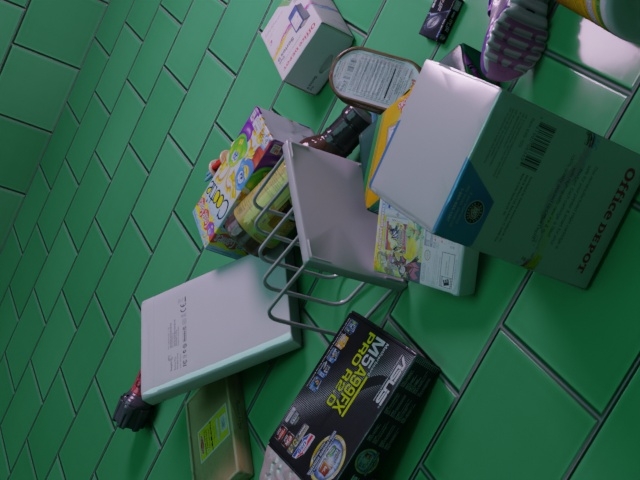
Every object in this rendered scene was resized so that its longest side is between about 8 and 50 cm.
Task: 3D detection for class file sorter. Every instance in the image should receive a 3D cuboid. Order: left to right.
[{"bbox_3d":[0.000,0.000,1.851,0.173,0.193,0.278,-50,37,37],"label":"file sorter"}]

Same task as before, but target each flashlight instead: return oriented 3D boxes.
[{"bbox_3d":[-0.380,0.284,2.387,0.103,0.103,0.304,37,104,55],"label":"flashlight"}]

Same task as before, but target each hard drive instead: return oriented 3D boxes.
[{"bbox_3d":[-0.202,0.162,2.089,0.353,0.047,0.233,-24,51,22],"label":"hard drive"}]

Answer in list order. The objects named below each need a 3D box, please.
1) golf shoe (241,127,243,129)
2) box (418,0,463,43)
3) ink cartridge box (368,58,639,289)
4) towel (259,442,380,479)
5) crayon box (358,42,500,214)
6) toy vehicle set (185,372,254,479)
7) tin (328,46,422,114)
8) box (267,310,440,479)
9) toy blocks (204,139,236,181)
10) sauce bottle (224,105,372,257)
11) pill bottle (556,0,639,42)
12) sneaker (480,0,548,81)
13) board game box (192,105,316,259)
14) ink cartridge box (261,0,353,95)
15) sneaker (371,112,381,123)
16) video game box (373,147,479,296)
[{"bbox_3d":[-0.111,-0.201,2.279,0.176,0.069,0.086,14,106,62],"label":"golf shoe"},{"bbox_3d":[0.215,-0.397,1.890,0.083,0.018,0.067,-65,32,11],"label":"box"},{"bbox_3d":[0.250,-0.088,1.418,0.198,0.270,0.197,-65,30,10],"label":"ink cartridge box"},{"bbox_3d":[-0.043,0.520,1.766,0.317,0.053,0.332,3,75,59],"label":"towel"},{"bbox_3d":[0.181,-0.173,1.758,0.278,0.081,0.165,-40,42,41],"label":"crayon box"},{"bbox_3d":[-0.205,0.390,2.110,0.166,0.035,0.267,-48,37,34],"label":"toy vehicle set"},{"bbox_3d":[0.102,-0.279,1.876,0.189,0.040,0.106,20,91,25],"label":"tin"},{"bbox_3d":[0.048,0.268,1.700,0.270,0.060,0.216,-58,30,0],"label":"box"},{"bbox_3d":[-0.219,-0.143,2.409,0.148,0.054,0.123,-35,46,45],"label":"toy blocks"},{"bbox_3d":[-0.036,-0.117,2.011,0.344,0.111,0.111,-46,37,17],"label":"sauce bottle"},{"bbox_3d":[0.392,-0.379,1.481,0.136,0.136,0.246,-60,32,17],"label":"pill bottle"},{"bbox_3d":[0.301,-0.354,1.669,0.104,0.095,0.236,-2,67,65],"label":"sneaker"},{"bbox_3d":[-0.125,-0.106,2.151,0.275,0.142,0.144,-57,33,22],"label":"board game box"},{"bbox_3d":[-0.030,-0.429,2.229,0.154,0.093,0.212,-54,36,25],"label":"ink cartridge box"},{"bbox_3d":[0.115,-0.258,1.933,0.073,0.063,0.162,-18,58,57],"label":"sneaker"},{"bbox_3d":[0.169,-0.033,1.649,0.187,0.048,0.205,16,105,44],"label":"video game box"}]
